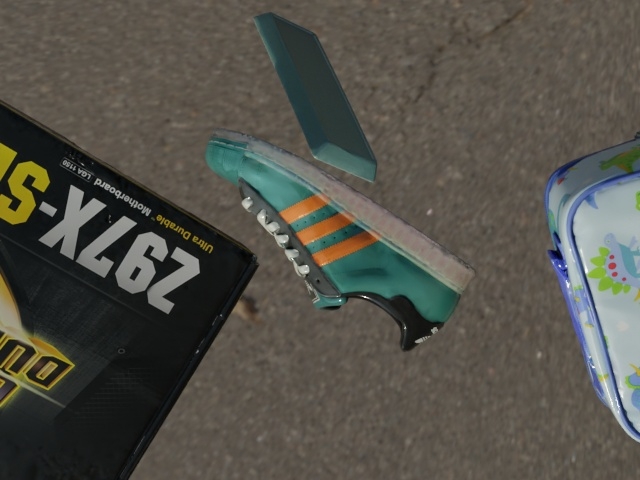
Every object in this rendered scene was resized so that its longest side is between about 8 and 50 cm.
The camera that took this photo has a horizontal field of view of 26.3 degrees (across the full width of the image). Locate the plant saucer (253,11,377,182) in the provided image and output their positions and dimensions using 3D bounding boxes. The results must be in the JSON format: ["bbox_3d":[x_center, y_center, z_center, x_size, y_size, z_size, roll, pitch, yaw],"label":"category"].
[{"bbox_3d":[-0.003,-0.125,1.147,0.067,0.192,0.018,21,122,-37],"label":"plant saucer"}]

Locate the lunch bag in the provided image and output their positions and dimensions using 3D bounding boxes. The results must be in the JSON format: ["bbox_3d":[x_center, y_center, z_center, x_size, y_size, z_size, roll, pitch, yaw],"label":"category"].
[{"bbox_3d":[0.260,0.028,0.985,0.176,0.090,0.219,-20,107,2],"label":"lunch bag"}]

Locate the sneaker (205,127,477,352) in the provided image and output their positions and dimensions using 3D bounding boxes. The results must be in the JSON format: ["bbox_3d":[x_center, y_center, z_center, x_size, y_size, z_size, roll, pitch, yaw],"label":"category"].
[{"bbox_3d":[0.000,0.000,1.372,0.302,0.108,0.121,32,89,4],"label":"sneaker"}]

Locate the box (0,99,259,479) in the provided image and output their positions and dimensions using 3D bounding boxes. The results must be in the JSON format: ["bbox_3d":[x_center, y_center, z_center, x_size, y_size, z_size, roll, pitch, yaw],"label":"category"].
[{"bbox_3d":[-0.243,0.037,0.932,0.322,0.079,0.257,32,88,-16],"label":"box"}]
